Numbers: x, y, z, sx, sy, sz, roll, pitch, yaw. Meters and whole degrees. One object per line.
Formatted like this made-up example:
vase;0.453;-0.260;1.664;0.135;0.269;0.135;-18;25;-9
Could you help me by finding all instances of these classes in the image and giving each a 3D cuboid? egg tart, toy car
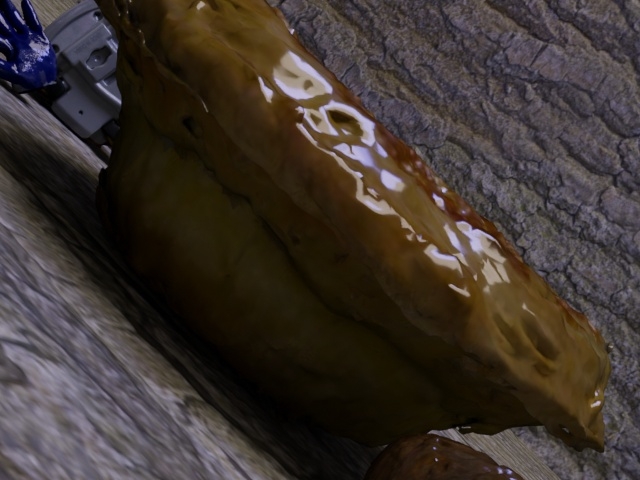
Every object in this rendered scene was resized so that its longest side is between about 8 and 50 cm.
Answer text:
egg tart;0.000;0.000;0.770;0.443;0.178;0.443;44;5;-4
toy car;-0.189;-0.135;1.037;0.139;0.112;0.112;53;-16;-13

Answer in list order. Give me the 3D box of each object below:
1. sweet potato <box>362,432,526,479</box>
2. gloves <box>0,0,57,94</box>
sweet potato;0.081;0.151;0.475;0.114;0.092;0.341;61;-4;-23
gloves;-0.240;-0.154;0.911;0.064;0.026;0.086;-24;93;-44
